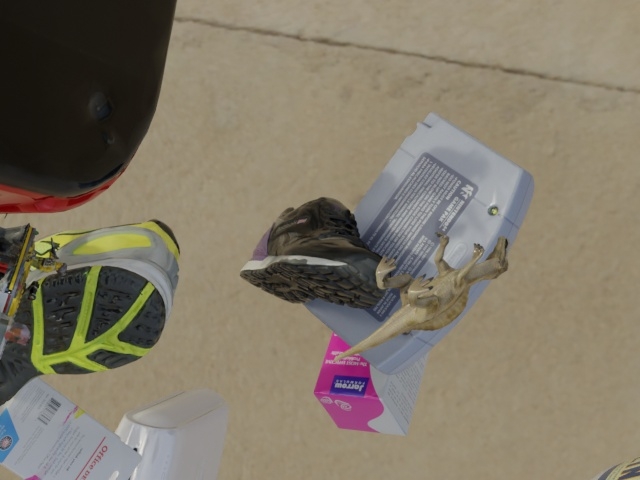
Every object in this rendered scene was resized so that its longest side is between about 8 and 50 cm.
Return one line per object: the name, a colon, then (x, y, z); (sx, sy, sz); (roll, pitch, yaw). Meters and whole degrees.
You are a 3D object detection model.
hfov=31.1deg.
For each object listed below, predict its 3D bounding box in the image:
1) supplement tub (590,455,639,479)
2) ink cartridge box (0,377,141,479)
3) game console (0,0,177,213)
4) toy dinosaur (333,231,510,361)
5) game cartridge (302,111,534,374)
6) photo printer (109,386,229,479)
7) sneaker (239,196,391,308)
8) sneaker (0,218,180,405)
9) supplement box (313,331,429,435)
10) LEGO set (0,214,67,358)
supplement tub: (0.389, 0.258, 0.949); (0.235, 0.235, 0.325); (37, 136, -17)
ink cartridge box: (-0.317, 0.248, 1.379); (0.181, 0.061, 0.104); (44, 69, -26)
game console: (-0.148, -0.192, 0.325); (0.060, 0.386, 0.342); (7, 86, 26)
toy dinosaur: (0.084, 0.051, 0.952); (0.183, 0.053, 0.092); (-33, 138, 1)
game cartridge: (0.119, 0.007, 1.396); (0.294, 0.196, 0.060); (-54, 139, 5)
photo printer: (-0.245, 0.368, 1.755); (0.107, 0.307, 0.256); (14, 93, 13)
sneaker: (0.000, 0.000, 1.338); (0.107, 0.283, 0.124); (31, 76, -25)
sneaker: (-0.308, 0.074, 1.192); (0.385, 0.147, 0.145); (-9, 118, 21)
supplement box: (0.086, 0.157, 1.662); (0.114, 0.111, 0.220); (58, 41, -48)
LEGO set: (-0.286, -0.063, 0.971); (0.192, 0.331, 0.255); (19, 122, -14)
